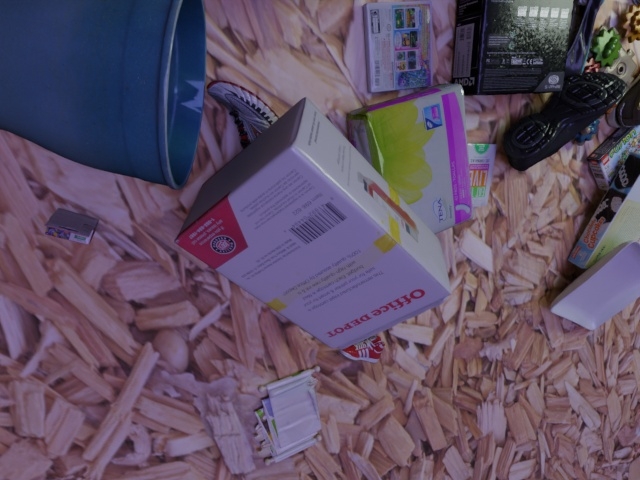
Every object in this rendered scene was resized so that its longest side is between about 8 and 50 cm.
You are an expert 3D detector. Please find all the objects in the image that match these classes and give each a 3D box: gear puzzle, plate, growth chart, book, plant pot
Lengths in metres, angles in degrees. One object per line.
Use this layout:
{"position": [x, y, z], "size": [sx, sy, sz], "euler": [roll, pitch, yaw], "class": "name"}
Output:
{"position": [0.691, -0.404, 1.001], "size": [0.176, 0.044, 0.338], "euler": [31, 95, -22], "class": "gear puzzle"}
{"position": [0.811, 0.129, 1.189], "size": [0.277, 0.045, 0.278], "euler": [22, 119, -31], "class": "plate"}
{"position": [-0.074, 0.417, 0.986], "size": [0.172, 0.021, 0.237], "euler": [-10, 110, -18], "class": "growth chart"}
{"position": [0.354, -0.151, 0.970], "size": [0.096, 0.035, 0.144], "euler": [-5, 107, -24], "class": "book"}
{"position": [-0.305, -0.221, 0.562], "size": [0.255, 0.271, 0.271], "euler": [8, 104, -10], "class": "plant pot"}

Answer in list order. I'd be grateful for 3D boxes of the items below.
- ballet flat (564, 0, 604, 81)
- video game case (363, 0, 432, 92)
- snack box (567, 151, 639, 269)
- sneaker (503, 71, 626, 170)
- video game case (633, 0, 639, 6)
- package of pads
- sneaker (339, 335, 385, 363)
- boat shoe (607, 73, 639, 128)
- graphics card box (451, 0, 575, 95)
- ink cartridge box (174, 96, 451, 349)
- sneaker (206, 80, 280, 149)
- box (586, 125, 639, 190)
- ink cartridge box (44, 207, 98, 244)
{"position": [0.548, -0.490, 0.903], "size": [0.096, 0.095, 0.280], "euler": [3, 106, -10], "class": "ballet flat"}
{"position": [0.155, -0.377, 0.820], "size": [0.143, 0.019, 0.157], "euler": [-13, 110, -18], "class": "video game case"}
{"position": [0.835, -0.063, 1.144], "size": [0.187, 0.060, 0.321], "euler": [8, 114, -24], "class": "snack box"}
{"position": [0.544, -0.267, 0.955], "size": [0.286, 0.109, 0.130], "euler": [-33, 151, 9], "class": "sneaker"}
{"position": [0.828, -0.651, 0.996], "size": [0.206, 0.026, 0.227], "euler": [32, 93, -27], "class": "video game case"}
{"position": [0.187, -0.144, 0.862], "size": [0.229, 0.101, 0.296], "euler": [-21, 113, -15], "class": "package of pads"}
{"position": [0.102, 0.249, 0.990], "size": [0.119, 0.042, 0.067], "euler": [18, 104, -34], "class": "sneaker"}
{"position": [0.860, -0.405, 1.052], "size": [0.109, 0.091, 0.305], "euler": [41, 89, -26], "class": "boat shoe"}
{"position": [0.392, -0.485, 0.838], "size": [0.233, 0.094, 0.370], "euler": [-10, 109, -19], "class": "graphics card box"}
{"position": [0.000, 0.000, 0.738], "size": [0.279, 0.160, 0.385], "euler": [-32, 122, 30], "class": "ink cartridge box"}
{"position": [-0.110, -0.187, 0.737], "size": [0.092, 0.088, 0.225], "euler": [-48, 117, 0], "class": "sneaker"}
{"position": [0.810, -0.243, 1.116], "size": [0.207, 0.036, 0.114], "euler": [-44, 117, -4], "class": "box"}
{"position": [-0.393, -0.018, 0.662], "size": [0.063, 0.115, 0.029], "euler": [18, 99, -26], "class": "ink cartridge box"}
